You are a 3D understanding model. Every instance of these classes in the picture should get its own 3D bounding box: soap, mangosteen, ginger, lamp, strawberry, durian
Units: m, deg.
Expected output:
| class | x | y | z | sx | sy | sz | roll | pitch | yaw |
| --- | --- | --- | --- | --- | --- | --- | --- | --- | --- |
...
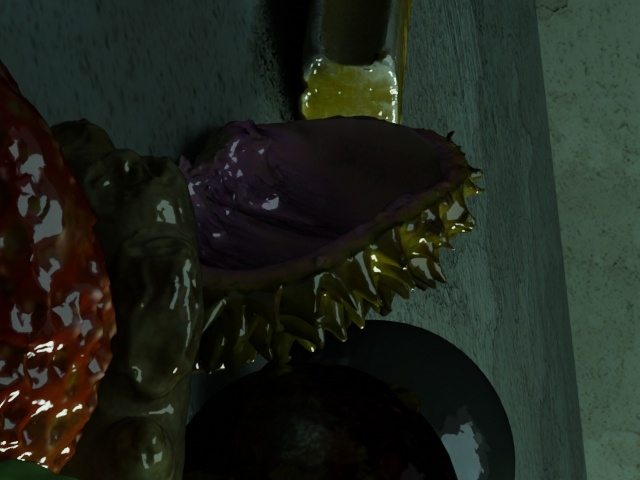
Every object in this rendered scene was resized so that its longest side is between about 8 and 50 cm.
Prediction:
| class | x | y | z | sx | sy | sz | roll | pitch | yaw |
| --- | --- | --- | --- | --- | --- | --- | --- | --- | --- |
| soap | 0.033 | -0.189 | 1.281 | 0.160 | 0.080 | 0.257 | 89 | 7 | -55 |
| mangosteen | -0.034 | 0.159 | 0.806 | 0.192 | 0.217 | 0.192 | 180 | -90 | -69 |
| ginger | -0.093 | 0.028 | 0.724 | 0.074 | 0.137 | 0.213 | 18 | 61 | -33 |
| lamp | 0.012 | 0.173 | 1.064 | 0.314 | 0.182 | 0.182 | 121 | -22 | -55 |
| strawberry | -0.134 | -0.002 | 0.611 | 0.175 | 0.106 | 0.236 | -77 | 156 | -50 |
| durian | -0.005 | 0.010 | 0.955 | 0.341 | 0.191 | 0.112 | -59 | 156 | -67 |

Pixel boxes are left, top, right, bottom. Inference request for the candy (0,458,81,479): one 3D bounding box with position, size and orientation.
| class | x | y | z | sx | sy | sz | roll | pitch | yaw |
| --- | --- | --- | --- | --- | --- | --- | --- | --- | --- |
| candy | -0.096 | 0.243 | 0.584 | 0.142 | 0.132 | 0.343 | -44 | 131 | -44 |
